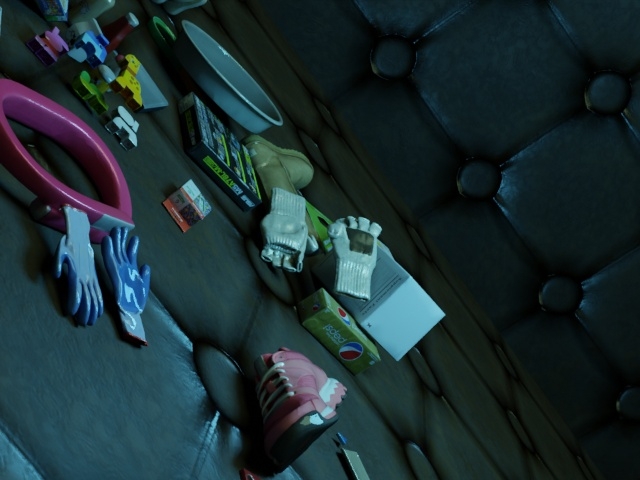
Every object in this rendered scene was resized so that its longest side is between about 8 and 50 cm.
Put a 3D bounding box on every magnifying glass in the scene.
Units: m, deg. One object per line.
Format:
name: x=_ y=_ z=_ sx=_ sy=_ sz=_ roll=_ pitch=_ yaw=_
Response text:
magnifying glass: x=-0.291 y=-0.365 z=2.278 sx=0.231 sy=0.026 sz=0.092 roll=62 pitch=15 yaw=21

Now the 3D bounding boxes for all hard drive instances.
hard drive: x=-0.320 y=-0.268 z=1.951 sx=0.094 sy=0.022 sz=0.135 roll=55 pitch=14 yaw=-2

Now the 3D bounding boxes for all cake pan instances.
cake pan: x=-0.196 y=-0.328 z=2.285 sx=0.293 sy=0.054 sz=0.293 roll=45 pitch=11 yaw=-11

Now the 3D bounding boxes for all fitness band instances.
fitness band: x=-0.339 y=-0.099 z=1.439 sx=0.209 sy=0.054 sz=0.291 roll=59 pitch=13 yaw=25

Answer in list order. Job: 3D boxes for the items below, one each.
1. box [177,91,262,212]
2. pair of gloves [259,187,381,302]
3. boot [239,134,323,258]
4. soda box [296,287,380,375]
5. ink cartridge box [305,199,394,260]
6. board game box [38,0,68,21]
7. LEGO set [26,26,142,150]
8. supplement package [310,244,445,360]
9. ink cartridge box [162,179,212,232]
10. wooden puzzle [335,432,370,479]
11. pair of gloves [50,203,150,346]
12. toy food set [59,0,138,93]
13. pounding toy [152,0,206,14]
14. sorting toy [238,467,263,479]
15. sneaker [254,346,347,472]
box: x=-0.193 y=-0.170 z=2.120 sx=0.184 sy=0.045 sz=0.191 roll=49 pitch=14 yaw=-37
pair of gloves: x=0.000 y=0.000 z=2.102 sx=0.240 sy=0.042 sz=0.204 roll=23 pitch=42 yaw=-9
boot: x=-0.058 y=-0.072 z=2.280 sx=0.236 sy=0.089 sz=0.269 roll=18 pitch=37 yaw=-48
soda box: x=0.034 y=0.170 z=2.061 sx=0.181 sy=0.061 sz=0.058 roll=47 pitch=16 yaw=-34
ink cartridge box: x=0.078 y=0.009 z=2.520 sx=0.189 sy=0.097 sz=0.255 roll=37 pitch=24 yaw=-53
board game box: x=-0.422 y=-0.466 z=1.752 sx=0.136 sy=0.035 sz=0.201 roll=94 pitch=-4 yaw=-71
LEGO set: x=-0.332 y=-0.260 z=1.718 sx=0.227 sy=0.087 sz=0.093 roll=50 pitch=28 yaw=-28
supplement package: x=0.110 y=0.102 z=2.200 sx=0.134 sy=0.139 sz=0.244 roll=46 pitch=1 yaw=-35
ink cartridge box: x=-0.214 y=-0.056 z=1.802 sx=0.063 sy=0.029 sz=0.115 roll=54 pitch=13 yaw=-8
wooden puzzle: x=0.057 y=0.368 z=1.785 sx=0.078 sy=0.014 sz=0.116 roll=44 pitch=17 yaw=-55
pair of gloves: x=-0.262 y=0.041 z=1.352 sx=0.198 sy=0.023 sz=0.159 roll=36 pitch=38 yaw=-58
toy food set: x=-0.358 y=-0.347 z=1.825 sx=0.111 sy=0.104 sz=0.232 roll=31 pitch=28 yaw=-61
pounding toy: x=-0.322 y=-0.624 z=2.501 sx=0.269 sy=0.154 sz=0.155 roll=62 pitch=15 yaw=24
sorting toy: x=-0.030 y=0.382 z=1.372 sx=0.274 sy=0.046 sz=0.132 roll=43 pitch=19 yaw=-45
sneaker: x=-0.054 y=0.228 z=1.582 sx=0.136 sy=0.116 sz=0.314 roll=46 pitch=7 yaw=1
